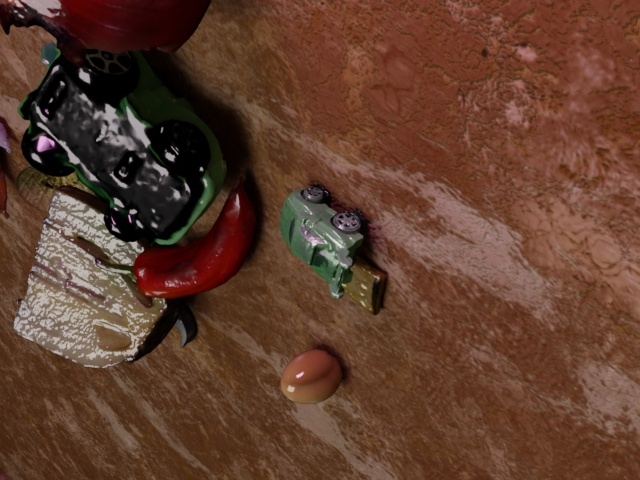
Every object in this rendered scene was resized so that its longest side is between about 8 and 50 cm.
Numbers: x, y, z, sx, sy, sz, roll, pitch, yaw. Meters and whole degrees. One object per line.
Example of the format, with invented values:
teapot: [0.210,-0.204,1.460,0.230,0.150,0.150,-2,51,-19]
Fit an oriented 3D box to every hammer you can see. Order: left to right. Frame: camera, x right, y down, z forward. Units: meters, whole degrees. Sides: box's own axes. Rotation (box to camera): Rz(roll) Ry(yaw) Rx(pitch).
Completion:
hammer: [-0.303,0.126,2.295,0.246,0.029,0.103,13,131,49]

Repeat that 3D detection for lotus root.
lotus root: [-0.344,0.073,2.159,0.260,0.149,0.267,24,105,17]

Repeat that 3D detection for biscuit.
biscuit: [0.053,0.054,1.751,0.081,0.018,0.083,37,144,25]

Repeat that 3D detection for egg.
egg: [-0.015,0.206,1.927,0.080,0.096,0.080,18,122,33]

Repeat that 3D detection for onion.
onion: [-0.292,-0.367,1.503,0.341,0.341,0.341,34,144,28]

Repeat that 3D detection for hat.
hat: [-0.446,-0.111,2.217,0.146,0.067,0.146,2,143,1]

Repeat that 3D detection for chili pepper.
chili pepper: [-0.191,0.013,1.955,0.368,0.092,0.137,-26,109,40]

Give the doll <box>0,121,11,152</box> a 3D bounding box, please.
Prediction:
doll: [-0.592,-0.204,2.330,0.057,0.039,0.114,-43,72,26]

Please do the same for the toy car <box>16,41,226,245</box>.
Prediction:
toy car: [-0.282,-0.171,1.821,0.359,0.176,0.213,42,129,2]

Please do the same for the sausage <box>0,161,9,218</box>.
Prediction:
sausage: [-0.663,-0.182,2.380,0.112,0.112,0.328,4,124,52]

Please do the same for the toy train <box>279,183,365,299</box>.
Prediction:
toy train: [0.000,0.000,1.691,0.149,0.081,0.099,37,134,24]
